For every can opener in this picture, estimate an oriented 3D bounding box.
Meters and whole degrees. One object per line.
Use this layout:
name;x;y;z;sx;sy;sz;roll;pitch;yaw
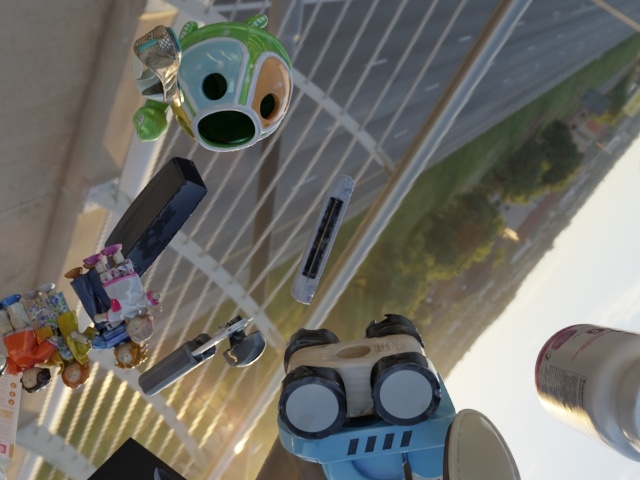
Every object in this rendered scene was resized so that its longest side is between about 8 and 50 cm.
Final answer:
can opener;-0.212;0.221;1.222;0.283;0.095;0.076;-36;174;31

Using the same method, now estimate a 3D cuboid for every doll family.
doll family;-0.328;0.121;0.977;0.263;0.163;0.118;-26;179;7

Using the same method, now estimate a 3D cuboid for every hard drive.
hard drive;-0.323;-0.038;1.306;0.054;0.172;0.255;34;101;-33

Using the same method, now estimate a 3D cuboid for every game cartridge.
game cartridge;0.000;0.000;1.563;0.196;0.060;0.294;95;16;-85

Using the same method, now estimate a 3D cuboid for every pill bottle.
pill bottle;0.407;0.198;0.901;0.160;0.160;0.283;-49;-179;-4

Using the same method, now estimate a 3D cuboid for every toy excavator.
toy excavator;0.156;0.367;1.159;0.222;0.432;0.445;-95;178;-76

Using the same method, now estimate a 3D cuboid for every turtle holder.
turtle holder;-0.217;-0.304;1.384;0.243;0.320;0.227;106;-14;-52

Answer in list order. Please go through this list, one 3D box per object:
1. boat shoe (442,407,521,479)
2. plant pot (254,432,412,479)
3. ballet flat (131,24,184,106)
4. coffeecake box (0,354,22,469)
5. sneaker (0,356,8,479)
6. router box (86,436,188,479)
boat shoe;0.215;0.388;0.918;0.097;0.116;0.324;121;-27;-42
plant pot;-0.005;0.517;1.453;0.280;0.323;0.323;-48;169;19
ballet flat;-0.236;-0.242;0.982;0.067;0.073;0.206;-25;171;-13
coffeecake box;-0.552;0.261;1.061;0.142;0.185;0.068;27;122;-36
sneaker;-0.396;0.200;0.767;0.153;0.235;0.094;-27;-153;4
router box;-0.201;0.425;0.823;0.243;0.309;0.081;-43;158;-43
